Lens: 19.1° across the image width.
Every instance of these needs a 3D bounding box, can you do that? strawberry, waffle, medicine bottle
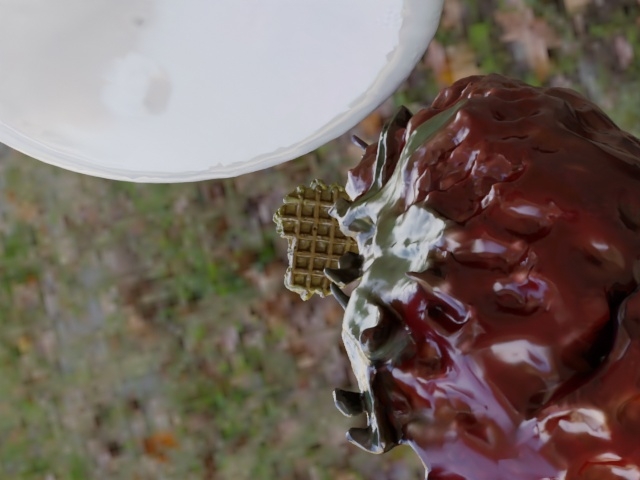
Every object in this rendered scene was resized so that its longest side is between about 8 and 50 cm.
[{"bbox_3d":[0.142,0.037,0.870,0.150,0.280,0.253,-52,10,35],"label":"strawberry"},{"bbox_3d":[0.001,-0.002,1.405,0.085,0.078,0.016,66,173,-12],"label":"waffle"},{"bbox_3d":[-0.042,-0.142,0.520,0.139,0.139,0.237,101,169,-48],"label":"medicine bottle"}]
